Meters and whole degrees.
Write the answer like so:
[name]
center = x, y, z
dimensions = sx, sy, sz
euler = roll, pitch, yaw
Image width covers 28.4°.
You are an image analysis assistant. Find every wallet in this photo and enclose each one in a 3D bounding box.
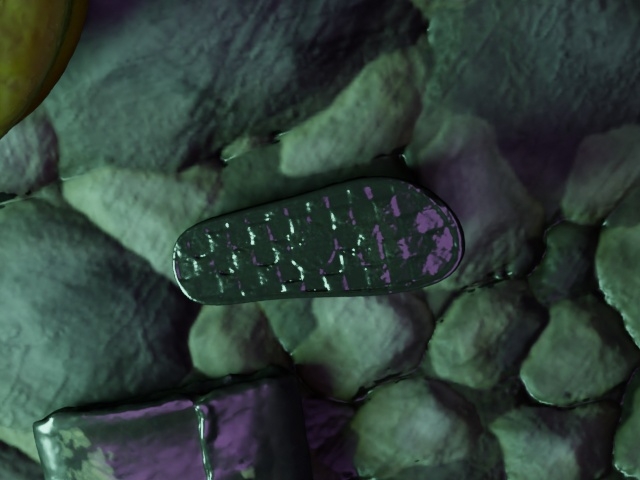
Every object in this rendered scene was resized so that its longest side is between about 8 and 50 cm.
[wallet]
center = -0.077, 0.246, 0.836
dimensions = 0.170, 0.044, 0.321
euler = -9, 108, -3

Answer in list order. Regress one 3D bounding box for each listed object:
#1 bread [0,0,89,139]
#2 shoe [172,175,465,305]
[bread]
center = -0.252, -0.143, 0.641
dimensions = 0.270, 0.148, 0.269
euler = -3, 111, -9
[shoe]
center = 0.000, 0.000, 0.771
dimensions = 0.179, 0.049, 0.071
euler = -9, 96, 15
